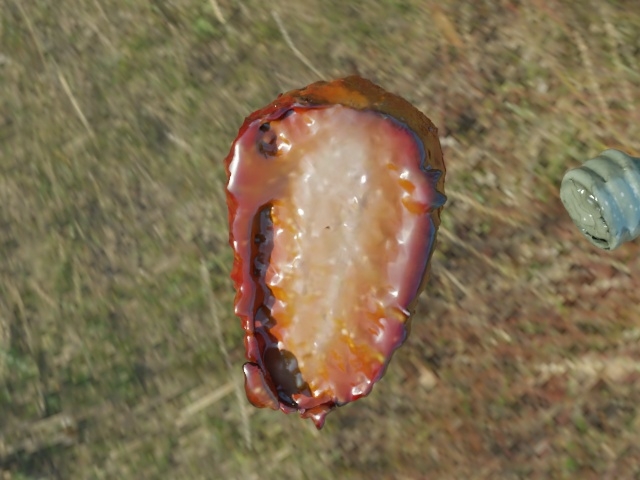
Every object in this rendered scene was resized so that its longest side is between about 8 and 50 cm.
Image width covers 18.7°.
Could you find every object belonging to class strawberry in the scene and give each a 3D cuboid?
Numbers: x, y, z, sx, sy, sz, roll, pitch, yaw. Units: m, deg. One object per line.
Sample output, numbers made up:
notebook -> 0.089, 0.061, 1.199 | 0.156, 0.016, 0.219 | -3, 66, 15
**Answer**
strawberry -> 0.000, 0.000, 1.050 | 0.121, 0.082, 0.188 | 12, 109, -4

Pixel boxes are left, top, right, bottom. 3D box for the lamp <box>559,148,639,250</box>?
lamp -> 0.254, -0.062, 1.327 | 0.193, 0.106, 0.106 | -28, 115, -14
